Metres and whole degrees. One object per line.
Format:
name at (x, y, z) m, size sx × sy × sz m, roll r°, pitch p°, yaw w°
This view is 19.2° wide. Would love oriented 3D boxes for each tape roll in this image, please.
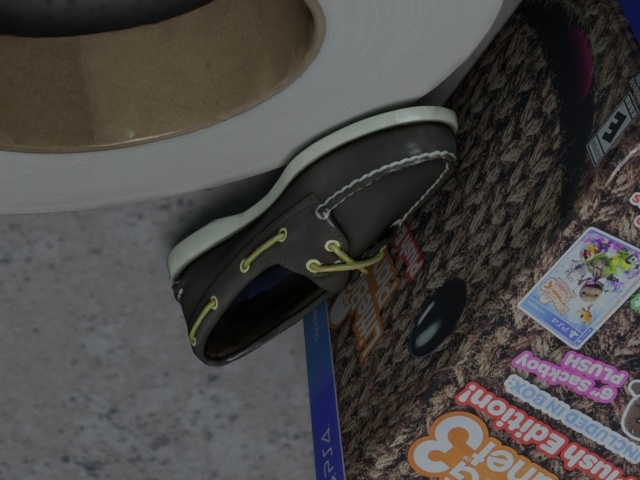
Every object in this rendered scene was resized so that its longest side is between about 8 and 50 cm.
tape roll at (-0.105, -0.116, 0.903) m, size 0.392 × 0.072 × 0.392 m, roll -10°, pitch 162°, yaw -3°

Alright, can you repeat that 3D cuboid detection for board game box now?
board game box at (0.129, 0.017, 1.039) m, size 0.141 × 0.232 × 0.291 m, roll 28°, pitch 114°, yaw -18°

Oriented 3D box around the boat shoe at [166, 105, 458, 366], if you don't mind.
boat shoe at (0.000, 0.000, 1.067) m, size 0.081 × 0.069 × 0.227 m, roll 9°, pitch 148°, yaw -40°
